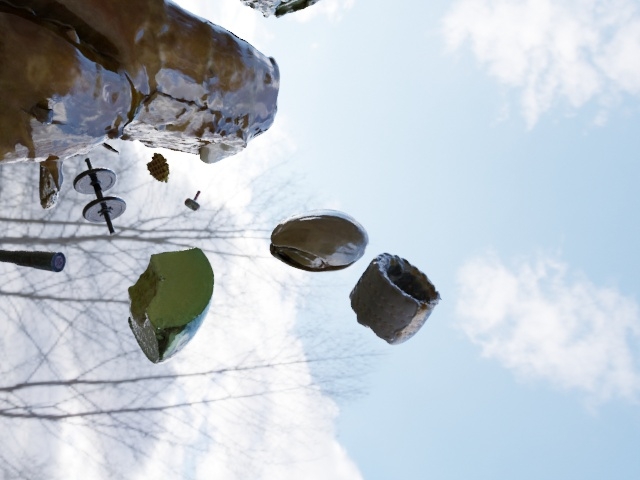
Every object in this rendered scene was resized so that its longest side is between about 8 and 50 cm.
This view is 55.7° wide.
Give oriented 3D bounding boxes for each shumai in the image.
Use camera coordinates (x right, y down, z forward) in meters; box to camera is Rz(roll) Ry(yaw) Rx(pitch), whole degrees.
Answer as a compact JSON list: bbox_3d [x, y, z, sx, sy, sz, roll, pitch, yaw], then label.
[{"bbox_3d":[-0.048,-0.428,0.996,0.184,0.142,0.184,-32,-137,36],"label":"shumai"}]

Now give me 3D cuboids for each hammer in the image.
[{"bbox_3d":[-0.397,-0.131,1.921,0.031,0.053,0.083,-40,-157,43],"label":"hammer"}]

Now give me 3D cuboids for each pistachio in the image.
[{"bbox_3d":[0.000,0.000,1.381,0.137,0.238,0.153,106,-31,-50],"label":"pistachio"}]

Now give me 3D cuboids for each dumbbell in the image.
[{"bbox_3d":[-0.352,-0.072,0.966,0.069,0.069,0.147,-45,-117,42],"label":"dumbbell"}]

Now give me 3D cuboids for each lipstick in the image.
[{"bbox_3d":[-0.770,0.042,1.558,0.234,0.053,0.053,7,-86,16],"label":"lipstick"}]

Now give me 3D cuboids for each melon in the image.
[{"bbox_3d":[-0.427,0.196,1.680,0.331,0.226,0.343,-38,-136,3],"label":"melon"}]

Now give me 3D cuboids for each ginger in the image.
[{"bbox_3d":[-0.220,-0.164,0.654,0.176,0.418,0.254,0,-101,41],"label":"ginger"}]

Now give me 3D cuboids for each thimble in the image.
[{"bbox_3d":[0.139,0.112,1.158,0.151,0.127,0.117,44,-58,20],"label":"thimble"}]

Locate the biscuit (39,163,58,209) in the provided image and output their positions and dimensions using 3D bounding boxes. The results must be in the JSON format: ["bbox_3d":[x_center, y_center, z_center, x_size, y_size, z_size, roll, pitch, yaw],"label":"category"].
[{"bbox_3d":[-0.635,-0.185,1.429,0.226,0.042,0.225,-177,-90,-69],"label":"biscuit"}]

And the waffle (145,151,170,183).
[{"bbox_3d":[-0.412,-0.187,1.542,0.078,0.016,0.085,41,-46,10],"label":"waffle"}]
